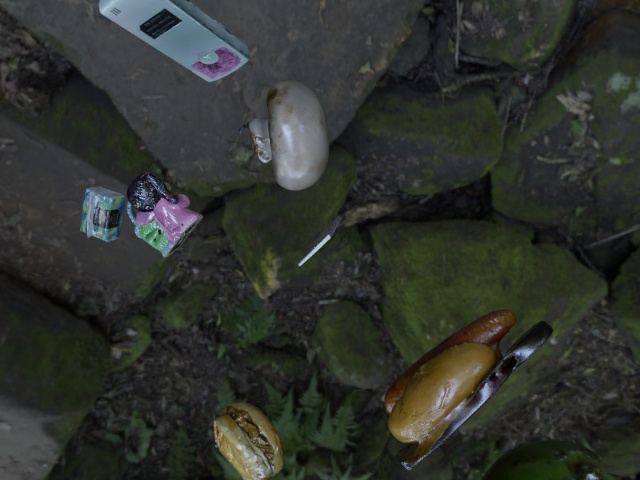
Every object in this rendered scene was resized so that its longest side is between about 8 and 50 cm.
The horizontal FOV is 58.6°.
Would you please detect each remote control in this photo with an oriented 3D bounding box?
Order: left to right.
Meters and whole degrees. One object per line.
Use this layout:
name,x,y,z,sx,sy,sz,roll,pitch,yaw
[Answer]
remote control,-0.317,-0.475,1.299,0.145,0.050,0.344,-19,158,28

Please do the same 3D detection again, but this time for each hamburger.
hamburger,-0.181,0.504,1.416,0.108,0.214,0.213,-30,156,-37

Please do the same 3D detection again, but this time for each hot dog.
hot dog,0.211,0.221,0.938,0.326,0.107,0.194,-44,169,-4

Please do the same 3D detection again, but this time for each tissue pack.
tissue pack,-0.534,-0.063,1.380,0.085,0.079,0.110,20,108,16

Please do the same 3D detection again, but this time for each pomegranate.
pomegranate,0.331,0.427,0.810,0.236,0.236,0.301,-1,125,-1

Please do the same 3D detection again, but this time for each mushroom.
mushroom,-0.121,-0.342,1.894,0.295,0.362,0.362,-6,140,-4

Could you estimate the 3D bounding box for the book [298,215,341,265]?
book,0.000,0.000,1.600,0.014,0.181,0.127,44,110,-5

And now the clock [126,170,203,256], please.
clock,-0.432,-0.072,1.510,0.195,0.100,0.194,45,128,-4
